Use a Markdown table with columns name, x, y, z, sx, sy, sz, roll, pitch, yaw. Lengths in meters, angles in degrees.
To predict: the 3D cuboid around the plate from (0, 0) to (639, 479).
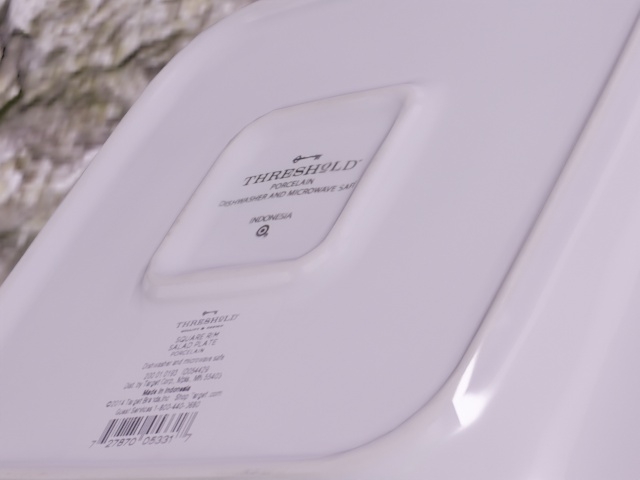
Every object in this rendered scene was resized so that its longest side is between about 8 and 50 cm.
| name | x | y | z | sx | sy | sz | roll | pitch | yaw |
| --- | --- | --- | --- | --- | --- | --- | --- | --- | --- |
| plate | 0.000 | 0.000 | 0.494 | 0.277 | 0.045 | 0.278 | -7 | 41 | 42 |
